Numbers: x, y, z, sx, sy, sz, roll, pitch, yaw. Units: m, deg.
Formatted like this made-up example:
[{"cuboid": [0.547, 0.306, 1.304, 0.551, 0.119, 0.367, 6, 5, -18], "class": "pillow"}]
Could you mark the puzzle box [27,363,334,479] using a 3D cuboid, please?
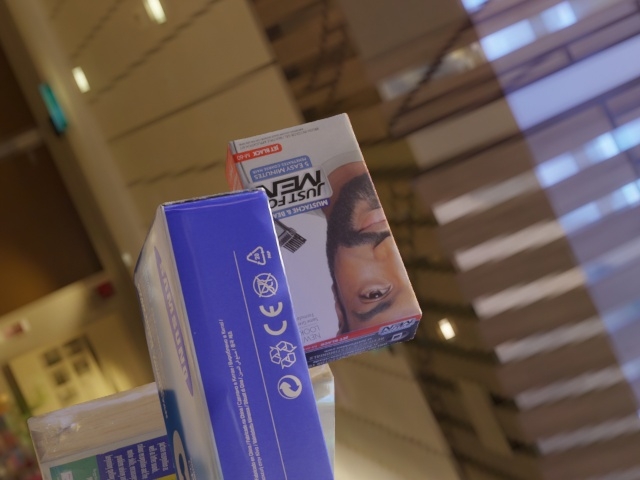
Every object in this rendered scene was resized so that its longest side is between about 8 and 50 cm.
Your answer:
[{"cuboid": [-0.119, 0.257, 1.682, 0.409, 0.272, 0.052, 90, -19, -53], "class": "puzzle box"}]

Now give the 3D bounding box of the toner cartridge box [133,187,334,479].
[{"cuboid": [-0.045, 0.157, 1.135, 0.165, 0.075, 0.347, 125, -47, -68], "class": "toner cartridge box"}]

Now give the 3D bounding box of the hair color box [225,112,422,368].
[{"cuboid": [0.000, 0.000, 1.245, 0.053, 0.093, 0.167, 103, -30, -65], "class": "hair color box"}]
